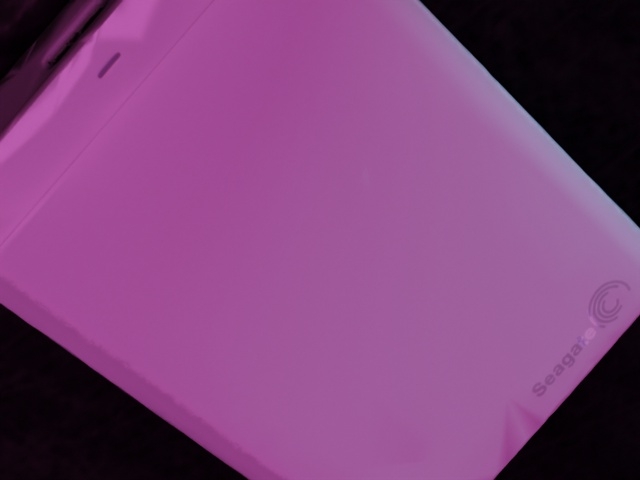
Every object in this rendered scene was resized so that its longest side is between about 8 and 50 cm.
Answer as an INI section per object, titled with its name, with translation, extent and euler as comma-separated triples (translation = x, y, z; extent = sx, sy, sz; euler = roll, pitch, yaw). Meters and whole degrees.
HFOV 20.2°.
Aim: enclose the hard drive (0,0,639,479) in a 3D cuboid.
[hard drive]
translation = 0.000, 0.000, 0.774
extent = 0.203, 0.040, 0.307
euler = -49, 125, 1
